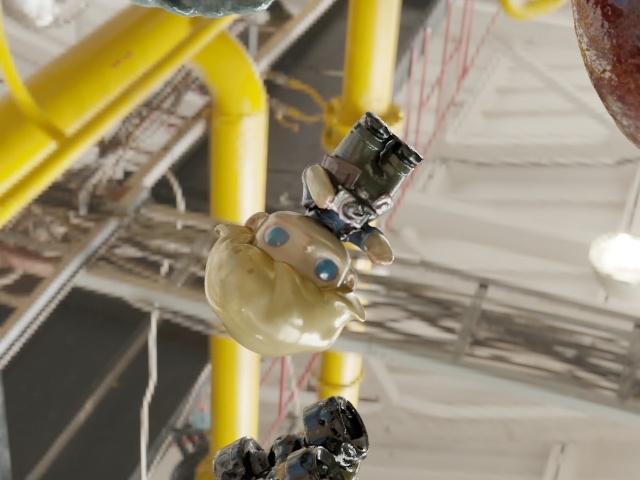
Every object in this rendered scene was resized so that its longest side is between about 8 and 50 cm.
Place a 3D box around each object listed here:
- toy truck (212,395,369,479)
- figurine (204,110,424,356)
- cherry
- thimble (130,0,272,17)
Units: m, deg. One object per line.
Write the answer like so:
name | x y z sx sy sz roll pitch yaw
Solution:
toy truck | -0.015 0.264 1.197 0.147 0.165 0.224 -27 -171 15
figurine | 0.000 0.000 0.947 0.114 0.196 0.108 39 -173 -26
cherry | 0.364 -0.183 1.203 0.300 0.230 0.203 26 167 -20
thimble | -0.110 -0.308 1.073 0.250 0.205 0.172 18 -125 -28
